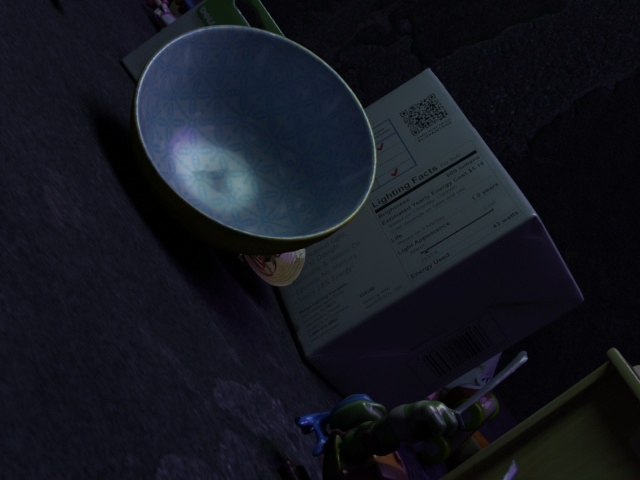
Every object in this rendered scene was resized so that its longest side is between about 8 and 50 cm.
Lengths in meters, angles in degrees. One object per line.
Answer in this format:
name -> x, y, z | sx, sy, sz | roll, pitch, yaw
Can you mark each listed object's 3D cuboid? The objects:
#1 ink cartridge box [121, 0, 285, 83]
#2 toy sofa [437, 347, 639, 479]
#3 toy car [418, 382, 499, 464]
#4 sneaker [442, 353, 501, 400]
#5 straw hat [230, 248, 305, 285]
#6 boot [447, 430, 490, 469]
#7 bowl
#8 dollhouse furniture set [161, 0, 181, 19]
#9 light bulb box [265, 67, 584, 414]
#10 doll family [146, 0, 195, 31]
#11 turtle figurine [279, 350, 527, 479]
ink cartridge box -> -0.162, -0.268, 1.416 | 0.109, 0.209, 0.062 | 55, 9, -5
toy sofa -> 0.316, 0.321, 1.348 | 0.177, 0.363, 0.150 | 37, 19, -48
toy car -> 0.180, 0.255, 1.653 | 0.188, 0.149, 0.155 | 46, 12, 16
sneaker -> 0.170, 0.180, 1.823 | 0.366, 0.210, 0.137 | 16, 5, 40
straw hat -> -0.087, 0.003, 1.307 | 0.144, 0.061, 0.144 | 33, 45, -40
boot -> 0.309, 0.428, 1.757 | 0.211, 0.104, 0.295 | 40, 11, -42
bowl -> -0.096, -0.092, 1.187 | 0.289, 0.290, 0.156 | 58, -35, 13
dollhouse furniture set -> -0.340, -0.541, 1.889 | 0.242, 0.161, 0.212 | 18, 33, -41
light bulb box -> 0.120, 0.004, 1.467 | 0.225, 0.358, 0.361 | 51, 10, -44
doll family -> -0.210, -0.380, 1.905 | 0.163, 0.118, 0.263 | 59, 8, 17
turtle figurine -> 0.110, 0.243, 0.906 | 0.275, 0.197, 0.266 | 11, 45, -14
